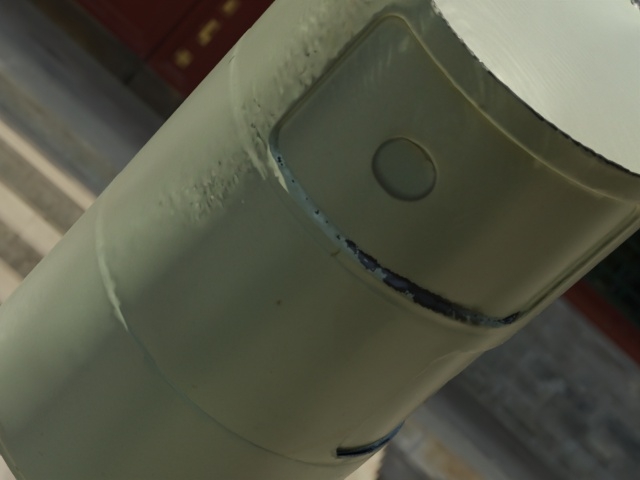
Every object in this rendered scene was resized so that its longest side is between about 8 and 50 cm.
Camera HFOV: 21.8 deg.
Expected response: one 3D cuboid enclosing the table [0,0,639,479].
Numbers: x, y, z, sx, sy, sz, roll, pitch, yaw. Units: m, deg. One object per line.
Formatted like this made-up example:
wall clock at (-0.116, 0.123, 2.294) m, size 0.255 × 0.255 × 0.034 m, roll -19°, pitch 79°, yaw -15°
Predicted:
table at (0.000, 0.000, 0.526) m, size 0.126 × 0.220 × 0.126 m, roll 29°, pitch 35°, yaw -23°
